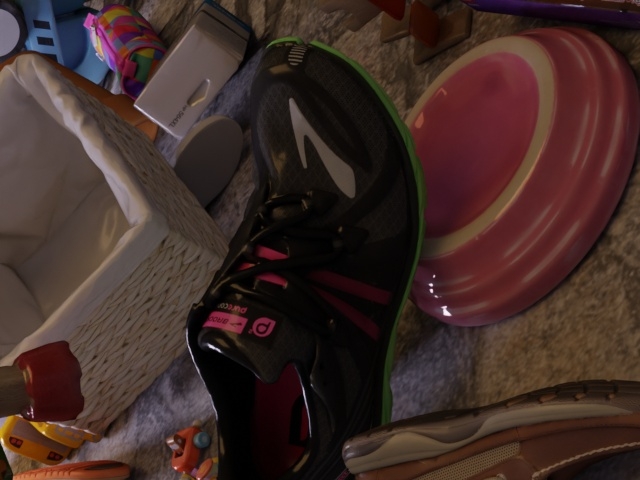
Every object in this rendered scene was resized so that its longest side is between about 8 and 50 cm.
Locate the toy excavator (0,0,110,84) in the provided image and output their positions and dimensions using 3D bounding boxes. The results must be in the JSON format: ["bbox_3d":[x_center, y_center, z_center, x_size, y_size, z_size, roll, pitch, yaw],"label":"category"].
[{"bbox_3d":[-0.418,-0.408,2.623,0.222,0.445,0.432,26,129,59],"label":"toy excavator"}]

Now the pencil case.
[{"bbox_3d":[-0.300,-0.299,2.447,0.104,0.104,0.236,-56,31,8],"label":"pencil case"}]

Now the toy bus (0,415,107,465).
[{"bbox_3d":[-0.401,0.208,2.168,0.130,0.108,0.333,-60,30,4],"label":"toy bus"}]

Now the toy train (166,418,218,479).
[{"bbox_3d":[-0.138,0.253,1.799,0.166,0.046,0.125,-20,50,49],"label":"toy train"}]

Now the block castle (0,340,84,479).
[{"bbox_3d":[-0.317,0.352,1.690,0.303,0.213,0.453,63,146,30],"label":"block castle"}]

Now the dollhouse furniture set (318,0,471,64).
[{"bbox_3d":[0.076,-0.371,1.774,0.135,0.262,0.259,-22,50,42],"label":"dollhouse furniture set"}]

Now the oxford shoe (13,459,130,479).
[{"bbox_3d":[-0.363,0.369,2.006,0.364,0.130,0.132,-26,73,41],"label":"oxford shoe"}]

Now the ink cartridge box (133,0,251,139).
[{"bbox_3d":[-0.175,-0.242,2.164,0.148,0.086,0.203,-51,10,15],"label":"ink cartridge box"}]

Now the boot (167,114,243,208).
[{"bbox_3d":[-0.208,-0.075,2.122,0.258,0.095,0.123,-57,37,8],"label":"boot"}]

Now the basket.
[{"bbox_3d":[-0.317,0.012,1.922,0.331,0.266,0.328,-46,58,10],"label":"basket"}]

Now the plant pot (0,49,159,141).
[{"bbox_3d":[-0.403,-0.136,2.234,0.291,0.203,0.291,-46,-5,-5],"label":"plant pot"}]

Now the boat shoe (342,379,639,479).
[{"bbox_3d":[0.169,0.195,1.343,0.324,0.123,0.116,-18,84,39],"label":"boat shoe"}]

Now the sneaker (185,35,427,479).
[{"bbox_3d":[-0.018,0.047,1.487,0.185,0.202,0.482,5,99,31],"label":"sneaker"}]

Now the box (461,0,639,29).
[{"bbox_3d":[0.276,-0.324,1.579,0.293,0.057,0.200,17,85,49],"label":"box"}]

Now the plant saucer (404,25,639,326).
[{"bbox_3d":[0.172,-0.079,1.571,0.332,0.084,0.332,-37,37,36],"label":"plant saucer"}]
